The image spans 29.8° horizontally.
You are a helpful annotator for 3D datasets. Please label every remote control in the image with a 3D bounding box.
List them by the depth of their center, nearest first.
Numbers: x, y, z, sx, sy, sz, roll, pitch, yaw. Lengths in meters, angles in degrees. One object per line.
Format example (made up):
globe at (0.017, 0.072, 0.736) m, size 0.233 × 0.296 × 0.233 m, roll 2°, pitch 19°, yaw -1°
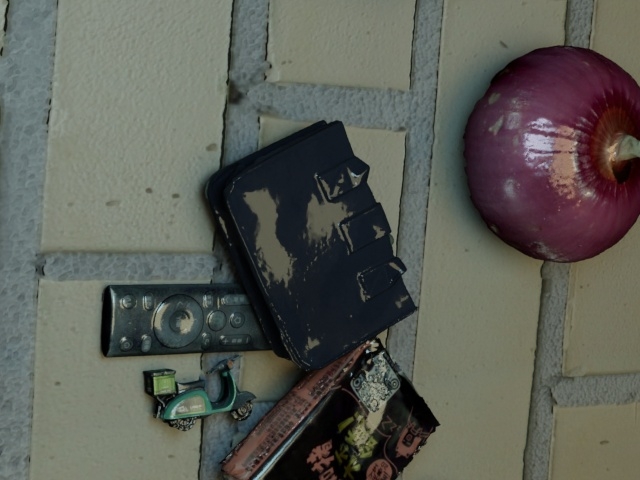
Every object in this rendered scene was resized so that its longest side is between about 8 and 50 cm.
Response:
remote control at (-0.145, 0.117, 1.810) m, size 0.377 × 0.044 × 0.107 m, roll 1°, pitch 93°, yaw -32°

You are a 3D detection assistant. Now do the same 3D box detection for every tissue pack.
tissue pack at (0.014, 0.320, 1.885) m, size 0.332 × 0.123 × 0.245 m, roll -46°, pitch 121°, yaw -22°

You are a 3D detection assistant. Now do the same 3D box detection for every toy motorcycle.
toy motorcycle at (-0.175, 0.229, 1.799) m, size 0.173 × 0.058 × 0.100 m, roll -4°, pitch 93°, yaw -29°

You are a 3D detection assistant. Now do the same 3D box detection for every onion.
onion at (0.423, -0.139, 1.974) m, size 0.358 × 0.345 × 0.358 m, roll 7°, pitch 90°, yaw -68°

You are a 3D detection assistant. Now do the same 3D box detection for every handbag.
handbag at (0.000, 0.000, 1.806) m, size 0.269 × 0.118 × 0.325 m, roll -27°, pitch 107°, yaw -22°

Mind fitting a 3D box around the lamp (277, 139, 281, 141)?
lamp at (-0.072, -0.108, 1.832) m, size 0.083 × 0.031 × 0.063 m, roll -39°, pitch 113°, yaw -17°
